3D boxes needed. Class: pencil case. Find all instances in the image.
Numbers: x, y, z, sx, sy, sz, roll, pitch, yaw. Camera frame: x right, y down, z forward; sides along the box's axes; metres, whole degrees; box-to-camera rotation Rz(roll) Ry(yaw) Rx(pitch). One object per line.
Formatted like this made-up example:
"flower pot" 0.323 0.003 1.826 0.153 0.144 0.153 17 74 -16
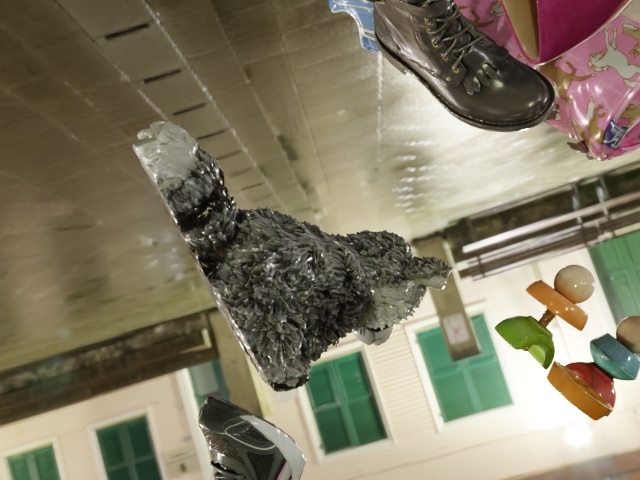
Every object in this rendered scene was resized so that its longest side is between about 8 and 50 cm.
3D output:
"pencil case" 0.285 -0.260 0.972 0.167 0.386 0.160 -47 150 -3

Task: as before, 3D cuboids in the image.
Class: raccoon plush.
"raccoon plush" 0.000 0.000 0.906 0.299 0.216 0.446 -31 141 -12

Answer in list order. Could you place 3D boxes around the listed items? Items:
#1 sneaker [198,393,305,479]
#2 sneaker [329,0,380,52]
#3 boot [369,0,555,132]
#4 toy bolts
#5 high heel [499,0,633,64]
"sneaker" -0.053 0.194 0.542 0.072 0.178 0.077 12 -132 36
"sneaker" 0.102 -0.278 0.953 0.081 0.211 0.080 -40 -168 28
"boot" 0.124 -0.226 0.740 0.091 0.263 0.229 -55 159 -2
"toy bolts" 0.417 0.160 1.064 0.228 0.218 0.158 33 101 -30
"high heel" 0.075 -0.285 0.415 0.181 0.377 0.127 -50 -169 5
